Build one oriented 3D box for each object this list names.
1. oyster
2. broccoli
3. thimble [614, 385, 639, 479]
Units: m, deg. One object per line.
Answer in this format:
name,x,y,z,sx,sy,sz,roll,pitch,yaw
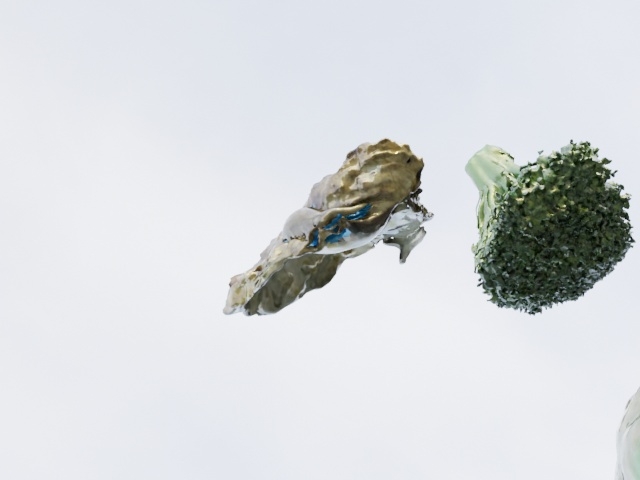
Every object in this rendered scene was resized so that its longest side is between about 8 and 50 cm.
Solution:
oyster,0.000,0.000,1.491,0.222,0.214,0.083,-28,-105,-6
broccoli,0.217,-0.032,1.610,0.219,0.194,0.194,26,-91,-42
thimble,0.245,0.136,0.750,0.219,0.219,0.150,-12,-73,-27
